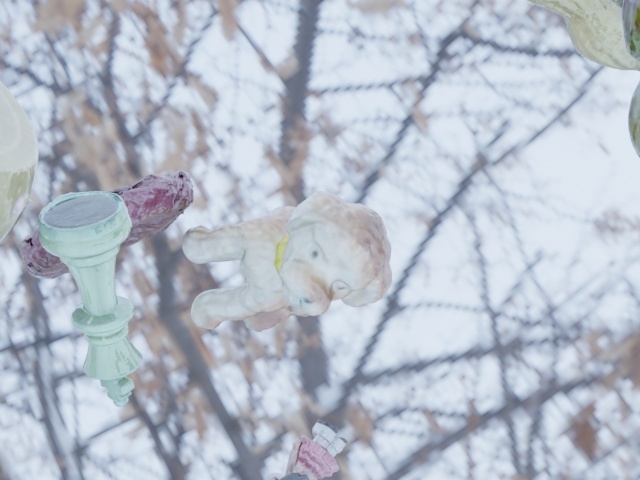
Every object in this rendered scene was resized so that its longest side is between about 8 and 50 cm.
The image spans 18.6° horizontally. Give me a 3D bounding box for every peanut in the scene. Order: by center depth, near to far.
[{"bbox_3d":[0.247,-0.220,1.799,0.187,0.082,0.082,41,-78,-5],"label":"peanut"}]

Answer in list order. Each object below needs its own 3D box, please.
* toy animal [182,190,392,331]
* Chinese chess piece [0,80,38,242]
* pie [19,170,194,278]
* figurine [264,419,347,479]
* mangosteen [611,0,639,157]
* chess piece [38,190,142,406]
[{"bbox_3d":[0.012,0.008,1.550,0.184,0.104,0.185,-11,-7,-38],"label":"toy animal"},{"bbox_3d":[-0.306,-0.083,1.299,0.251,0.251,0.097,25,-69,-37],"label":"Chinese chess piece"},{"bbox_3d":[-0.168,-0.013,1.555,0.153,0.038,0.153,-24,-6,-3],"label":"pie"},{"bbox_3d":[-0.025,0.236,1.940,0.129,0.054,0.072,-49,-50,-16],"label":"figurine"},{"bbox_3d":[0.292,-0.117,1.142,0.275,0.302,0.275,-25,-52,-36],"label":"mangosteen"},{"bbox_3d":[-0.143,0.044,1.264,0.059,0.059,0.149,-15,-60,-16],"label":"chess piece"}]
